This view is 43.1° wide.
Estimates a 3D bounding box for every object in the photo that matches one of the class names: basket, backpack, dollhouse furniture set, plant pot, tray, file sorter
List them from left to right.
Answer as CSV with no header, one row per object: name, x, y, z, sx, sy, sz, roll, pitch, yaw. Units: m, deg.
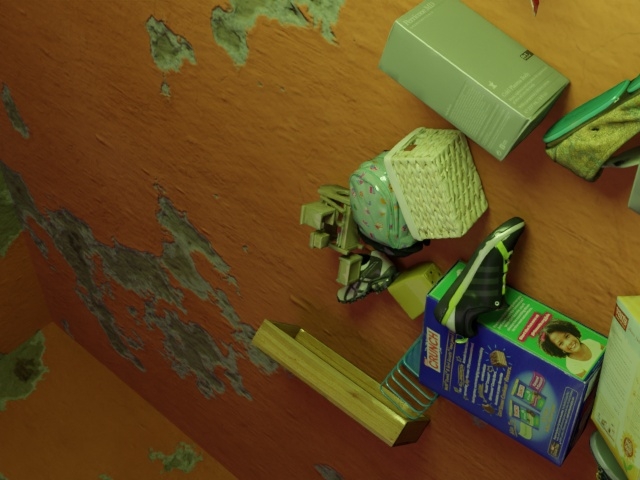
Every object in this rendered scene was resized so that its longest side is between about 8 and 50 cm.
dollhouse furniture set,0.000,0.000,1.580,0.101,0.161,0.182,24,117,34
tray,0.047,0.331,1.896,0.410,0.076,0.203,32,-177,24
backpack,0.121,-0.067,1.462,0.152,0.115,0.182,27,139,34
file sorter,0.214,0.290,1.727,0.118,0.104,0.170,42,147,12
plant pot,0.197,0.088,1.567,0.081,0.081,0.083,50,136,-1
basket,0.196,-0.094,1.349,0.103,0.113,0.167,3,126,44

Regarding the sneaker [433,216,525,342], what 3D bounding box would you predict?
sneaker,0.287,0.070,1.361,0.097,0.084,0.235,38,110,15

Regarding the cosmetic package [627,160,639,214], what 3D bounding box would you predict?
cosmetic package,0.463,-0.045,0.788,0.284,0.097,0.377,39,178,22

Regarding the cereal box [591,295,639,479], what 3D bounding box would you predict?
cereal box,0.487,0.228,1.244,0.173,0.047,0.240,-99,11,-63

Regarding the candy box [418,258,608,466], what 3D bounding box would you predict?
candy box,0.344,0.224,1.489,0.317,0.122,0.268,28,142,28

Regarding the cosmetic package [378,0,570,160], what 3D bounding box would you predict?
cosmetic package,0.215,-0.240,1.162,0.238,0.127,0.107,40,147,10

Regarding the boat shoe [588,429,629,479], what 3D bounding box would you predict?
boat shoe,0.542,0.434,1.521,0.183,0.065,0.083,52,146,-7

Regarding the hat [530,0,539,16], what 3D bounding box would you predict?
hat,0.196,-0.377,0.987,0.208,0.183,0.173,6,128,47

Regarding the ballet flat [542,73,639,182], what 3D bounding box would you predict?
ballet flat,0.417,-0.167,1.011,0.123,0.123,0.348,49,152,1

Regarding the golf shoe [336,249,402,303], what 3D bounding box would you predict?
golf shoe,0.090,0.072,1.691,0.198,0.077,0.094,-29,89,50
